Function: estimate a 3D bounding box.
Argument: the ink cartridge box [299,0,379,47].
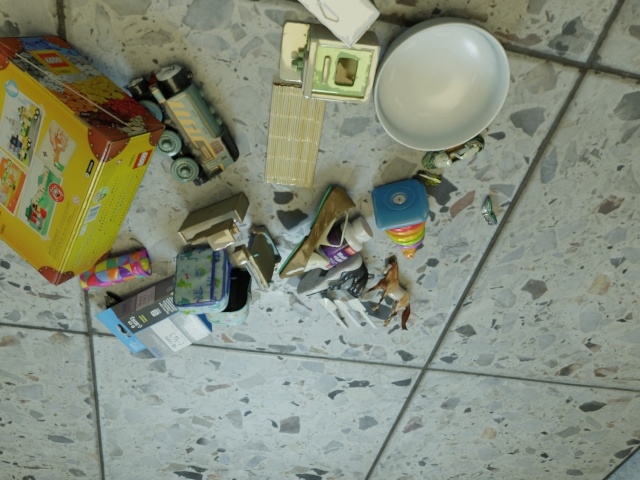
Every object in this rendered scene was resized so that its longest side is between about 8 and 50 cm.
[{"bbox_3d":[0.027,-0.553,1.141,0.172,0.237,0.100,34,119,-27],"label":"ink cartridge box"}]

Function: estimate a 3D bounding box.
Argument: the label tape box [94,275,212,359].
[{"bbox_3d":[-0.590,0.299,1.835,0.334,0.106,0.240,-27,126,3],"label":"label tape box"}]

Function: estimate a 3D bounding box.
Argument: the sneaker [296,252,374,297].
[{"bbox_3d":[0.057,0.153,1.795,0.269,0.101,0.153,-30,125,19],"label":"sneaker"}]

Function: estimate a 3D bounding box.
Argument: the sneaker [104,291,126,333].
[{"bbox_3d":[-0.738,0.263,1.873,0.089,0.051,0.170,10,123,-11],"label":"sneaker"}]

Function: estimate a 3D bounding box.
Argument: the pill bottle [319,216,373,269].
[{"bbox_3d":[0.070,0.005,1.673,0.193,0.108,0.108,-32,123,21],"label":"pill bottle"}]

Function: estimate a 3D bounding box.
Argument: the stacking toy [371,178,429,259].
[{"bbox_3d":[0.272,-0.034,1.644,0.166,0.175,0.302,-12,140,9],"label":"stacking toy"}]

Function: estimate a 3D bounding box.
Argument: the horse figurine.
[{"bbox_3d":[0.256,0.206,1.847,0.174,0.066,0.263,-48,121,-15],"label":"horse figurine"}]

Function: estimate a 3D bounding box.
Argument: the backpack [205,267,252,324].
[{"bbox_3d":[-0.317,0.201,1.757,0.166,0.188,0.144,3,128,-7],"label":"backpack"}]

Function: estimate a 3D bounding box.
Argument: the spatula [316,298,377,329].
[{"bbox_3d":[0.105,0.272,1.905,0.168,0.019,0.242,-8,144,25],"label":"spatula"}]

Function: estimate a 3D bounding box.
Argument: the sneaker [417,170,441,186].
[{"bbox_3d":[0.330,-0.186,1.585,0.083,0.031,0.035,18,126,-17],"label":"sneaker"}]

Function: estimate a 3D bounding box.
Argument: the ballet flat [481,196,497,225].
[{"bbox_3d":[0.541,-0.090,1.671,0.041,0.041,0.114,-21,126,13],"label":"ballet flat"}]

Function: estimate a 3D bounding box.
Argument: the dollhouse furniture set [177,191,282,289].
[{"bbox_3d":[-0.271,0.057,1.581,0.198,0.286,0.303,-21,115,13],"label":"dollhouse furniture set"}]

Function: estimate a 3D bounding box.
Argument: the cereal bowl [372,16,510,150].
[{"bbox_3d":[0.299,-0.410,1.334,0.339,0.141,0.339,-1,128,-2],"label":"cereal bowl"}]

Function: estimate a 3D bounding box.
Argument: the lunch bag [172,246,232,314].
[{"bbox_3d":[-0.379,0.126,1.673,0.176,0.219,0.090,-3,147,2],"label":"lunch bag"}]

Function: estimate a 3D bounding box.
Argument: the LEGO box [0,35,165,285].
[{"bbox_3d":[-0.677,-0.192,1.324,0.372,0.193,0.500,40,121,5],"label":"LEGO box"}]

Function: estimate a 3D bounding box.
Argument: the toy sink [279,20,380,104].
[{"bbox_3d":[0.016,-0.444,1.296,0.234,0.131,0.152,6,128,-7],"label":"toy sink"}]

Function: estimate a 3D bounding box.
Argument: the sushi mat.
[{"bbox_3d":[-0.075,-0.293,1.484,0.151,0.019,0.316,5,128,-6],"label":"sushi mat"}]

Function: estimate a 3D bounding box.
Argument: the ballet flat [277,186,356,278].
[{"bbox_3d":[0.000,0.000,1.601,0.124,0.116,0.342,32,96,4],"label":"ballet flat"}]

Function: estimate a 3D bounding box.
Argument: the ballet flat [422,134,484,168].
[{"bbox_3d":[0.390,-0.252,1.515,0.188,0.070,0.070,-26,126,17],"label":"ballet flat"}]

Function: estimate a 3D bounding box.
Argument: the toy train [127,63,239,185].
[{"bbox_3d":[-0.364,-0.305,1.393,0.190,0.142,0.334,-27,124,3],"label":"toy train"}]

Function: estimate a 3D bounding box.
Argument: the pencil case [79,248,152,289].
[{"bbox_3d":[-0.678,0.097,1.715,0.236,0.104,0.104,-11,128,8],"label":"pencil case"}]
